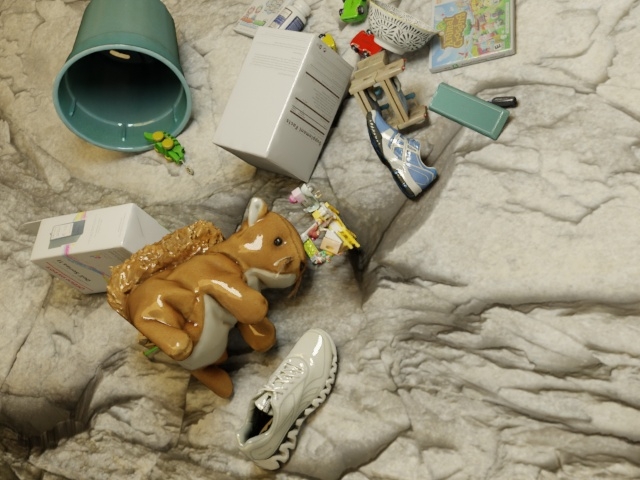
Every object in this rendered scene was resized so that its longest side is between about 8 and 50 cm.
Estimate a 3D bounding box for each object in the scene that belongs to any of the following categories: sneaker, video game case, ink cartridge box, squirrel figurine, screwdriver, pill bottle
[{"bbox_3d":[-0.065,0.297,1.627,0.110,0.118,0.292,16,72,38],"label":"sneaker"},{"bbox_3d":[0.166,-0.191,1.777,0.081,0.080,0.211,-31,78,-2],"label":"sneaker"},{"bbox_3d":[0.339,-0.485,1.887,0.193,0.023,0.212,-8,60,27],"label":"video game case"},{"bbox_3d":[-0.532,0.030,1.996,0.354,0.207,0.119,-8,59,27],"label":"ink cartridge box"},{"bbox_3d":[-0.232,0.068,1.764,0.397,0.281,0.370,31,75,35],"label":"squirrel figurine"},{"bbox_3d":[-0.151,-0.601,2.233,0.143,0.019,0.157,-53,41,-5],"label":"video game case"},{"bbox_3d":[0.335,-0.286,1.783,0.170,0.024,0.025,-5,90,36],"label":"screwdriver"},{"bbox_3d":[-0.080,-0.558,2.150,0.120,0.067,0.067,-49,51,-2],"label":"pill bottle"}]

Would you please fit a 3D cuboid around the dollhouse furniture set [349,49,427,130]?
[{"bbox_3d":[0.157,-0.337,1.873,0.129,0.129,0.183,-20,26,19],"label":"dollhouse furniture set"}]

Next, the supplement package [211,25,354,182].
[{"bbox_3d":[-0.084,-0.309,1.914,0.178,0.175,0.292,20,86,36],"label":"supplement package"}]

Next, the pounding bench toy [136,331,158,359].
[{"bbox_3d":[-0.370,0.225,1.889,0.065,0.052,0.083,-10,59,26],"label":"pounding bench toy"}]

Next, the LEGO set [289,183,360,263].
[{"bbox_3d":[0.000,0.000,1.745,0.107,0.132,0.287,-42,28,11],"label":"LEGO set"}]

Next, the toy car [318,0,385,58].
[{"bbox_3d":[0.075,-0.515,2.044,0.239,0.053,0.224,0,64,30],"label":"toy car"}]

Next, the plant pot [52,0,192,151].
[{"bbox_3d":[-0.511,-0.468,2.211,0.341,0.341,0.334,-25,46,17],"label":"plant pot"}]

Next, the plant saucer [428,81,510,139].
[{"bbox_3d":[0.309,-0.277,1.779,0.192,0.018,0.067,34,103,38],"label":"plant saucer"}]

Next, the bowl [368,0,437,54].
[{"bbox_3d":[0.170,-0.469,1.888,0.170,0.170,0.080,45,117,39],"label":"bowl"}]

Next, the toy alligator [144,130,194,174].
[{"bbox_3d":[-0.374,-0.234,2.153,0.190,0.056,0.051,37,61,23],"label":"toy alligator"}]
